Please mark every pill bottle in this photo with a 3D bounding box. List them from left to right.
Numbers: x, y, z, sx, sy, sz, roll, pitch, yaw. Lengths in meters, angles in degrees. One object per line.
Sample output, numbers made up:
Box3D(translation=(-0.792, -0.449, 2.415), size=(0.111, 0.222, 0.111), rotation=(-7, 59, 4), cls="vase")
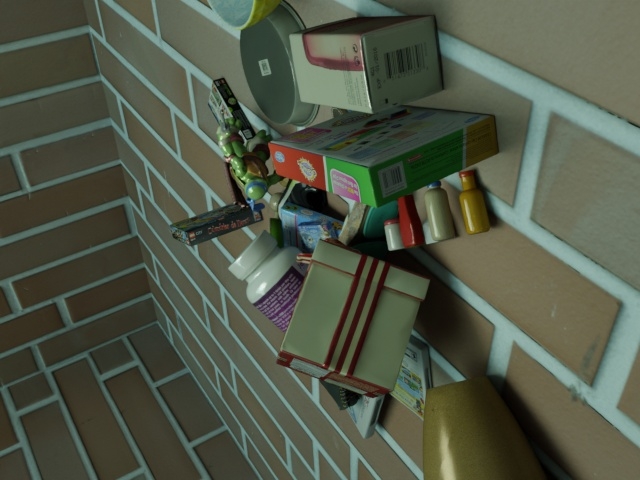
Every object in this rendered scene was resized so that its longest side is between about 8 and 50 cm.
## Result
Box3D(translation=(-0.062, 0.120, 1.615), size=(0.301, 0.169, 0.169), rotation=(43, 156, -6), cls="pill bottle")

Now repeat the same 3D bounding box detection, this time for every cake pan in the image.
Box3D(translation=(-0.100, -0.391, 1.570), size=(0.293, 0.054, 0.293), rotation=(45, 147, 40), cls="cake pan")

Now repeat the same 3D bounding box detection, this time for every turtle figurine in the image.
Box3D(translation=(-0.143, -0.231, 1.651), size=(0.266, 0.198, 0.274), rotation=(-118, 21, -56), cls="turtle figurine")

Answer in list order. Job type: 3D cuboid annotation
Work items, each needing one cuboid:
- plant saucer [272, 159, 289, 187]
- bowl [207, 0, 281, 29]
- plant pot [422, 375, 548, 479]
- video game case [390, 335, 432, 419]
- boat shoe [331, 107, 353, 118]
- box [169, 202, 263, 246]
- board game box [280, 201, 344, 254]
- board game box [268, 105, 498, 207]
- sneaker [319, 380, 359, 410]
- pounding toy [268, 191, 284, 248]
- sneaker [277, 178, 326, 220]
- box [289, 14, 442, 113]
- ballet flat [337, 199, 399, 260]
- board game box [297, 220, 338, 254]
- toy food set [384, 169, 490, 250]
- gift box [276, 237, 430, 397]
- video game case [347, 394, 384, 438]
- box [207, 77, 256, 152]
Box3D(translation=(-0.097, -0.177, 1.788), size=(0.083, 0.015, 0.083), rotation=(44, 146, 41), cls="plant saucer")
Box3D(translation=(-0.127, -0.569, 1.350), size=(0.289, 0.156, 0.289), rotation=(46, 148, 40), cls="bowl")
Box3D(translation=(0.286, 0.386, 1.285), size=(0.237, 0.237, 0.254), rotation=(136, 125, -64), cls="plant pot")
Box3D(translation=(0.177, 0.284, 1.615), size=(0.227, 0.026, 0.206), rotation=(30, 136, 52), cls="video game case")
Box3D(translation=(0.051, -0.188, 1.418), size=(0.066, 0.066, 0.183), rotation=(3, 114, 63), cls="boat shoe")
Box3D(translation=(-0.308, -0.052, 2.058), size=(0.159, 0.233, 0.044), rotation=(20, 127, 59), cls="box")
Box3D(translation=(0.004, 0.013, 1.634), size=(0.212, 0.039, 0.160), rotation=(23, 134, 30), cls="board game box")
Box3D(translation=(0.093, -0.154, 1.157), size=(0.317, 0.242, 0.064), rotation=(25, 134, 57), cls="board game box")
Box3D(translation=(0.068, 0.344, 1.695), size=(0.118, 0.083, 0.222), rotation=(57, 160, 4), cls="sneaker")
Box3D(translation=(-0.076, 0.007, 1.835), size=(0.183, 0.110, 0.236), rotation=(90, 178, -60), cls="pounding toy")
Box3D(translation=(-0.039, -0.088, 1.665), size=(0.097, 0.084, 0.234), rotation=(55, 153, 23), cls="sneaker")
Box3D(translation=(0.072, -0.303, 1.182), size=(0.232, 0.149, 0.126), rotation=(26, 133, 55), cls="box")
Box3D(translation=(0.097, -0.032, 1.447), size=(0.316, 0.108, 0.106), rotation=(114, 149, -51), cls="ballet flat")
Box3D(translation=(0.000, 0.000, 1.579), size=(0.090, 0.020, 0.090), rotation=(-2, 121, 43), cls="board game box")
Box3D(translation=(0.184, -0.047, 1.226), size=(0.232, 0.111, 0.104), rotation=(163, 97, -66), cls="toy food set")
Box3D(translation=(0.048, 0.147, 1.387), size=(0.255, 0.258, 0.276), rotation=(22, 164, -5), cls="gift box")
Box3D(translation=(0.061, 0.313, 1.819), size=(0.329, 0.036, 0.299), rotation=(57, 156, 33), cls="video game case")
Box3D(translation=(-0.246, -0.333, 1.933), size=(0.207, 0.036, 0.114), rotation=(60, 155, 15), cls="box")
